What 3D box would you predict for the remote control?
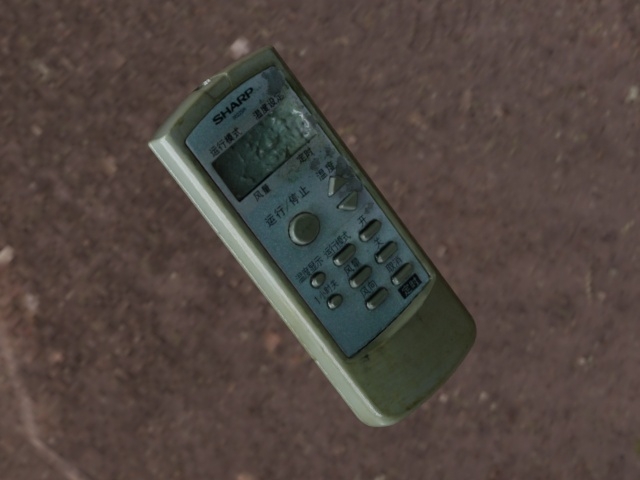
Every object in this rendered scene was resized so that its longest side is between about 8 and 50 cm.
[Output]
[{"bbox_3d":[0.000,0.000,1.003,0.233,0.098,0.038,53,154,-12],"label":"remote control"}]
